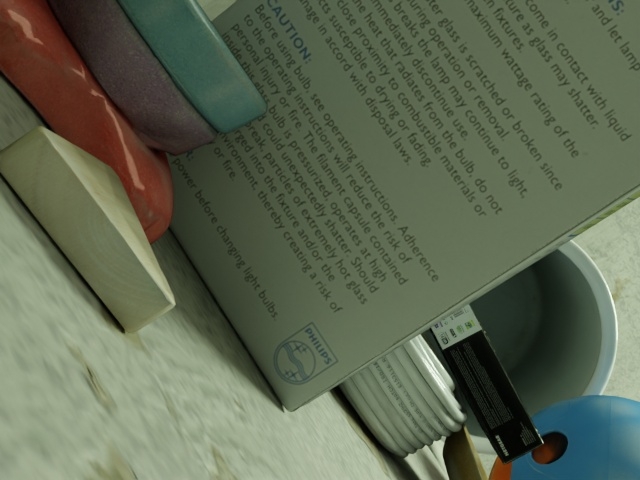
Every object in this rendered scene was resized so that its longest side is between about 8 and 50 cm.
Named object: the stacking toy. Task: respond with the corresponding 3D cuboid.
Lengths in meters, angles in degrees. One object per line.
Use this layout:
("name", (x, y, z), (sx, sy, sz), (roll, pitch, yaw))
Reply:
("stacking toy", (-0.108, -0.138, 0.476), (0.309, 0.130, 0.279), (55, 3, -30))

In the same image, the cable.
("cable", (0.039, 0.079, 1.040), (0.257, 0.089, 0.257), (58, 3, 7))

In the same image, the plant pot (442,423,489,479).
("plant pot", (0.165, 0.285, 1.068), (0.236, 0.032, 0.236), (-22, 90, -85))

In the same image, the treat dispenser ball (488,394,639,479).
("treat dispenser ball", (0.344, 0.333, 1.358), (0.288, 0.288, 0.288), (56, 3, -4))

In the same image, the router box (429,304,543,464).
("router box", (0.150, 0.123, 1.078), (0.179, 0.046, 0.133), (63, 3, 10))

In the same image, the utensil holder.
("utensil holder", (0.237, 0.119, 1.707), (0.328, 0.327, 0.385), (56, 0, -5))

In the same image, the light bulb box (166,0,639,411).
("light bulb box", (0.116, -0.101, 0.762), (0.225, 0.361, 0.358), (56, 18, 5))
